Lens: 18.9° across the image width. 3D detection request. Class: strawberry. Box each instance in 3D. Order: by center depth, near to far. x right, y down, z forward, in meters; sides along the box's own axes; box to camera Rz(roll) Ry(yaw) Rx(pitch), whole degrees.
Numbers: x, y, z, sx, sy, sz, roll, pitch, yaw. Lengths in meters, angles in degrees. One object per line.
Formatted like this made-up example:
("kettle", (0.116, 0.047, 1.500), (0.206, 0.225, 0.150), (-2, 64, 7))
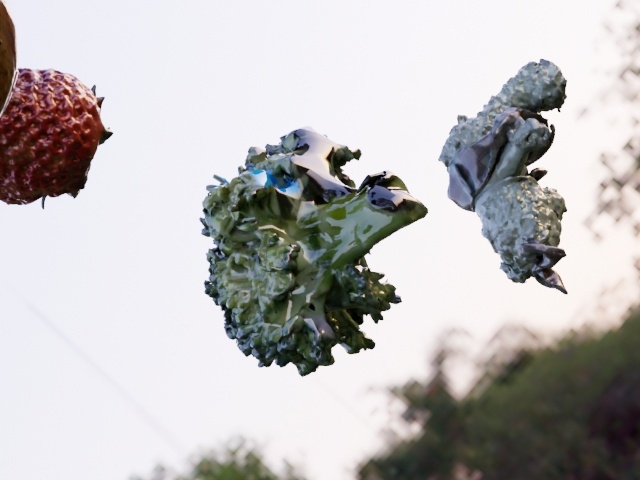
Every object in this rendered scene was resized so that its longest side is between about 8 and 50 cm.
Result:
("strawberry", (-0.258, -0.092, 1.595), (0.131, 0.148, 0.131), (-49, 25, 33))

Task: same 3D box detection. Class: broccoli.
("broccoli", (0.000, 0.000, 1.239), (0.160, 0.154, 0.167), (-37, 2, 38))

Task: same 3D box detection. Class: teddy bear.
("teddy bear", (0.159, -0.057, 1.675), (0.133, 0.111, 0.213), (103, 169, -57))

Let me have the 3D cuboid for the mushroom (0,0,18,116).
("mushroom", (-0.280, -0.128, 1.068), (0.194, 0.231, 0.138), (-34, -27, -44))
